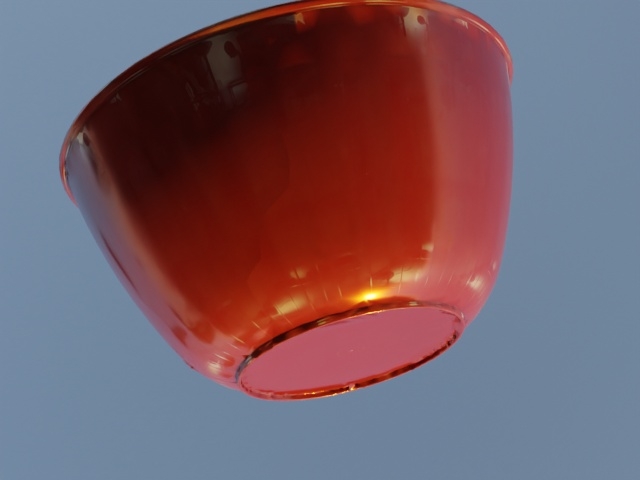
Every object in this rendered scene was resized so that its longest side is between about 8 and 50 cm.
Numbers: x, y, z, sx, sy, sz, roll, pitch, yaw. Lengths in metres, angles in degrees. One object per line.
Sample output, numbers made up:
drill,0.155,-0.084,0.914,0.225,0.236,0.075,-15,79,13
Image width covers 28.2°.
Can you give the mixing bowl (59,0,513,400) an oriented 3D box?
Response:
mixing bowl,0.000,0.000,0.485,0.181,0.181,0.098,-21,-113,13
